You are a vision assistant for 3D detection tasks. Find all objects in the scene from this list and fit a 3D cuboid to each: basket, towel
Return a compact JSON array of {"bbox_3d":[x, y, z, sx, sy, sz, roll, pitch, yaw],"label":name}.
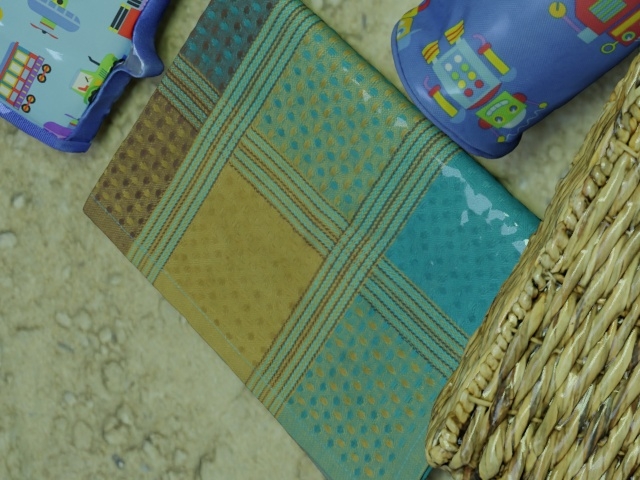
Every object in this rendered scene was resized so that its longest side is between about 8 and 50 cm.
[{"bbox_3d":[0.230,0.055,1.257,0.223,0.213,0.299,28,98,2],"label":"basket"},{"bbox_3d":[0.000,0.000,1.487,0.370,0.040,0.271,45,117,20],"label":"towel"}]

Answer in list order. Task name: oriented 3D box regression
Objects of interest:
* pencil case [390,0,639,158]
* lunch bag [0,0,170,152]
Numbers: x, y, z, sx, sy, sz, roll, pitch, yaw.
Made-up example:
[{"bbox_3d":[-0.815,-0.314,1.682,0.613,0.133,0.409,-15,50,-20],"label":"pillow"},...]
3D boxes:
[{"bbox_3d":[0.184,-0.188,1.294,0.306,0.119,0.133,-41,33,30],"label":"pencil case"},{"bbox_3d":[-0.236,-0.224,1.546,0.293,0.138,0.221,40,116,15],"label":"lunch bag"}]
